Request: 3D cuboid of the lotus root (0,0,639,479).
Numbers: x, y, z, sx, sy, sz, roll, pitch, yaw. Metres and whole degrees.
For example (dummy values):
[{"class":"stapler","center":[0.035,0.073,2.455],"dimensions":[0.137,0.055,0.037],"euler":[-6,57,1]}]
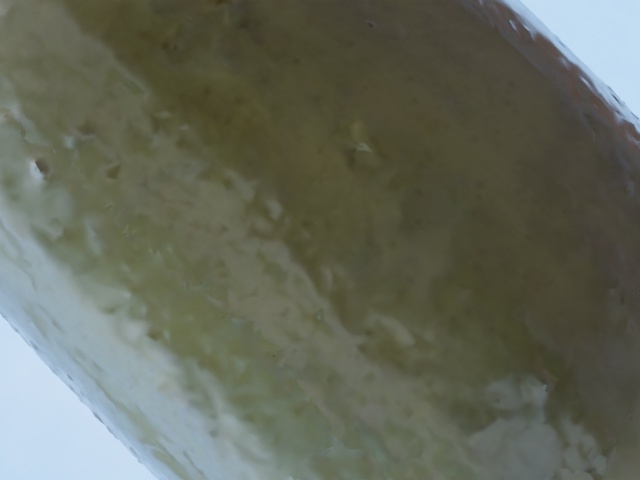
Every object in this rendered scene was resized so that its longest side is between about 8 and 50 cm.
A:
[{"class":"lotus root","center":[0.002,-0.002,0.466],"dimensions":[0.303,0.131,0.146],"euler":[42,-98,-6]}]
